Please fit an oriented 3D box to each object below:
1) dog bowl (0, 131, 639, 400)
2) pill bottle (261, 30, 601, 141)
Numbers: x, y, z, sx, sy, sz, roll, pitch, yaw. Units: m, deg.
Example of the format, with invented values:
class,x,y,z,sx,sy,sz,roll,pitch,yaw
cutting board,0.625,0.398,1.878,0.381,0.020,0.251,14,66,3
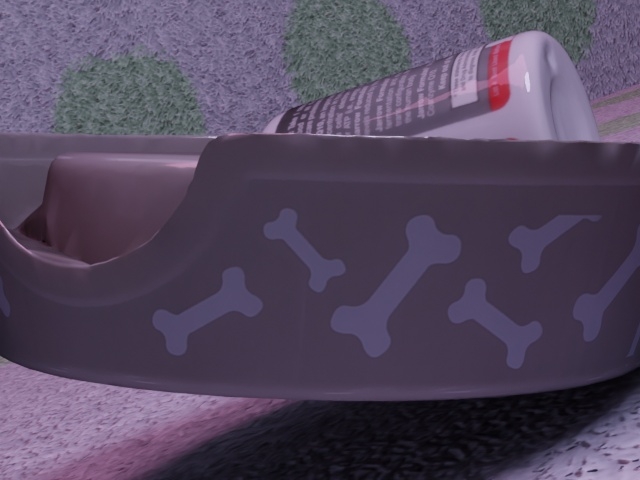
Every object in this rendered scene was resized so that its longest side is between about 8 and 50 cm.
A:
class,x,y,z,sx,sy,sz,roll,pitch,yaw
dog bowl,0.000,0.000,0.678,0.349,0.102,0.349,1,3,0
pill bottle,0.052,-0.036,1.053,0.283,0.161,0.161,-15,6,24
